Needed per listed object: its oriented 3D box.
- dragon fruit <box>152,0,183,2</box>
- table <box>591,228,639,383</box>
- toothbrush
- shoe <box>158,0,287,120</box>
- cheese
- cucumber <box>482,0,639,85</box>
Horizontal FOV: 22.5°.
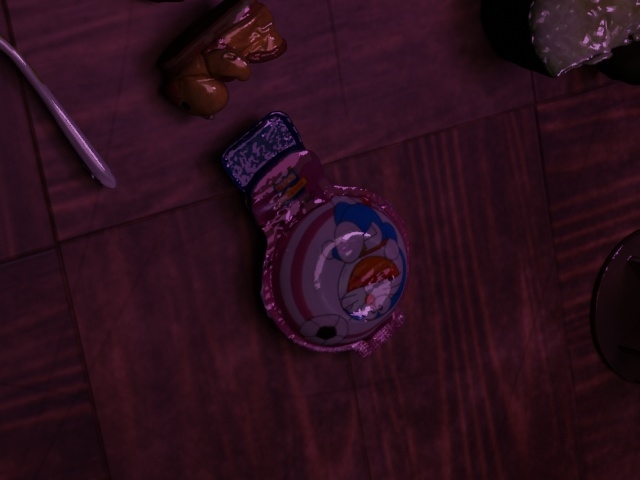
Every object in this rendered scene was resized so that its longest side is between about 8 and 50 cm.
[{"bbox_3d":[-0.051,-0.333,1.284,0.240,0.302,0.330,0,117,-62],"label":"dragon fruit"},{"bbox_3d":[0.401,0.080,1.567,0.167,0.227,0.167,-5,100,-30],"label":"table"},{"bbox_3d":[-0.245,-0.138,1.274,0.026,0.022,0.263,-38,115,-7],"label":"toothbrush"},{"bbox_3d":[-0.081,-0.153,1.337,0.069,0.072,0.109,44,75,-23],"label":"shoe"},{"bbox_3d":[0.000,0.000,1.416,0.155,0.062,0.244,-40,115,-17],"label":"cheese"},{"bbox_3d":[0.254,-0.234,1.492,0.191,0.130,0.191,-4,100,-25],"label":"cucumber"}]
